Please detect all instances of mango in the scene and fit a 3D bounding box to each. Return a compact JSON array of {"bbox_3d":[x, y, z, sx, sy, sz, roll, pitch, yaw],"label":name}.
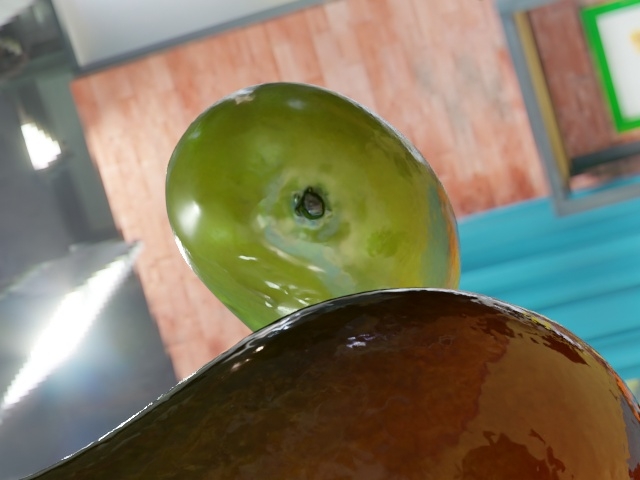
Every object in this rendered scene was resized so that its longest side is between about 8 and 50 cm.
[{"bbox_3d":[-0.005,0.103,0.547,0.146,0.289,0.129,58,150,12],"label":"mango"},{"bbox_3d":[0.006,0.000,1.078,0.149,0.185,0.273,-63,-32,-20],"label":"mango"}]
